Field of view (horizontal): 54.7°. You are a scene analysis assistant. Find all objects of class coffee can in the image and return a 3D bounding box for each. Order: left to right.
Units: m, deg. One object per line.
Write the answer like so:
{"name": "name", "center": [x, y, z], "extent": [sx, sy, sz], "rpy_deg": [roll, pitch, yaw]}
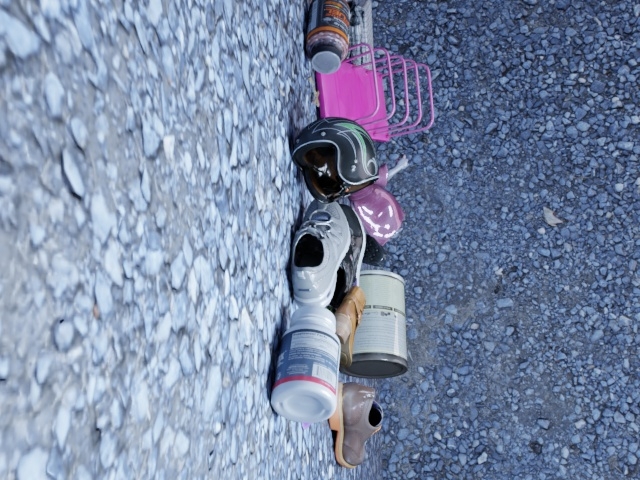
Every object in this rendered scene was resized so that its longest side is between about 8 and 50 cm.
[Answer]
{"name": "coffee can", "center": [0.156, 0.252, 1.844], "extent": [0.201, 0.202, 0.275], "rpy_deg": [71, 19, -61]}

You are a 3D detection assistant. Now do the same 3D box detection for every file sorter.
{"name": "file sorter", "center": [0.153, -0.391, 1.650], "extent": [0.291, 0.182, 0.202], "rpy_deg": [-4, 87, -51]}

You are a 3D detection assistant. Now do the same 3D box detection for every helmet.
{"name": "helmet", "center": [0.031, -0.173, 1.265], "extent": [0.161, 0.169, 0.169], "rpy_deg": [65, 8, 4]}

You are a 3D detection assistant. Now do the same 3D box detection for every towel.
{"name": "towel", "center": [0.111, -0.664, 2.107], "extent": [0.235, 0.121, 0.283], "rpy_deg": [-74, 161, -59]}

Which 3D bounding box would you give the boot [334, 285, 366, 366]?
{"name": "boot", "center": [0.072, 0.220, 1.556], "extent": [0.197, 0.073, 0.152], "rpy_deg": [91, 22, -52]}

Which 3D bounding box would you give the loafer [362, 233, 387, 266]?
{"name": "loafer", "center": [0.119, 0.018, 1.730], "extent": [0.078, 0.223, 0.076], "rpy_deg": [30, 92, -38]}

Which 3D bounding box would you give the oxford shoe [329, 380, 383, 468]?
{"name": "oxford shoe", "center": [0.104, 0.508, 1.659], "extent": [0.363, 0.133, 0.130], "rpy_deg": [79, 12, -45]}

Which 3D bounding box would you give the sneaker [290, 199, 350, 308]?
{"name": "sneaker", "center": [0.000, 0.000, 1.238], "extent": [0.115, 0.105, 0.281], "rpy_deg": [77, 14, -45]}

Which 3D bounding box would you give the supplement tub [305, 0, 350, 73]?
{"name": "supplement tub", "center": [0.018, -0.495, 1.492], "extent": [0.106, 0.106, 0.197], "rpy_deg": [74, 16, -57]}

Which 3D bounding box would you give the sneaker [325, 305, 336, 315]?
{"name": "sneaker", "center": [0.021, 0.191, 1.539], "extent": [0.083, 0.035, 0.031], "rpy_deg": [-82, 165, -48]}

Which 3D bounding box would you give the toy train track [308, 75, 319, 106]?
{"name": "toy train track", "center": [-0.019, -0.366, 1.520], "extent": [0.083, 0.014, 0.048], "rpy_deg": [71, 25, -44]}

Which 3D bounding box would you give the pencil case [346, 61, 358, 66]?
{"name": "pencil case", "center": [0.071, -0.454, 1.839], "extent": [0.236, 0.105, 0.104], "rpy_deg": [-78, 163, -57]}

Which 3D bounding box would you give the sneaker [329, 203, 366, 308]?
{"name": "sneaker", "center": [0.057, 0.036, 1.613], "extent": [0.124, 0.107, 0.283], "rpy_deg": [32, 56, -72]}

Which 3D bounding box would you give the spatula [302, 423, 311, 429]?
{"name": "spatula", "center": [-0.003, 0.319, 1.366], "extent": [0.296, 0.030, 0.084], "rpy_deg": [-41, 125, -78]}

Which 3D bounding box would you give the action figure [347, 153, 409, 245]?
{"name": "action figure", "center": [0.097, -0.160, 1.790], "extent": [0.275, 0.248, 0.370], "rpy_deg": [-55, 139, -11]}

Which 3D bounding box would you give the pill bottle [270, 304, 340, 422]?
{"name": "pill bottle", "center": [-0.020, 0.204, 1.047], "extent": [0.180, 0.108, 0.108], "rpy_deg": [-83, 167, -47]}
